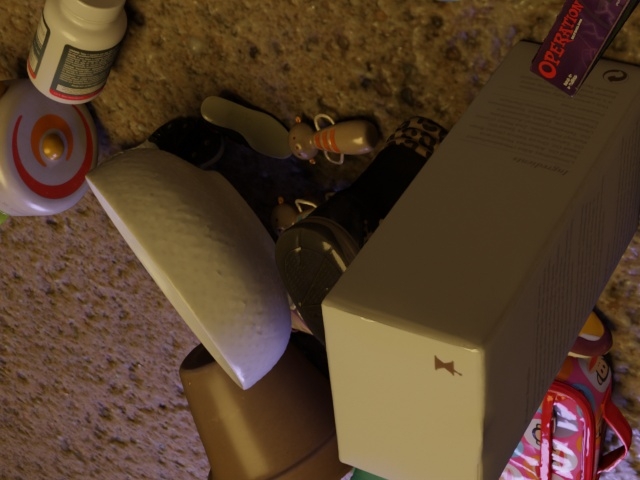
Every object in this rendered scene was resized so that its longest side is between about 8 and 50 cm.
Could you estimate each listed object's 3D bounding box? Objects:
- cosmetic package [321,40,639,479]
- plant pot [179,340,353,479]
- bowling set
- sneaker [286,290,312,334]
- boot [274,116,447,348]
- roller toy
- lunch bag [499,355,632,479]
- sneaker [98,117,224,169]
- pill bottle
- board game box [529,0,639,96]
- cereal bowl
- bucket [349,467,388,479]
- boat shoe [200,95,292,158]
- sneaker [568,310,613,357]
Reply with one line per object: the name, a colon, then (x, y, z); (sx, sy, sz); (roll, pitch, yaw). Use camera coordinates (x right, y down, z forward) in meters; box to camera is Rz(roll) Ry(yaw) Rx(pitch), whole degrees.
cosmetic package: (0.182, 0.020, 1.346); (0.161, 0.453, 0.230); (17, 136, 24)
plant pot: (-0.085, 0.241, 1.933); (0.263, 0.263, 0.229); (-16, 109, 45)
bowling set: (0.000, 0.000, 1.664); (0.154, 0.200, 0.287); (0, 120, 37)
sneaker: (-0.024, 0.092, 1.866); (0.236, 0.095, 0.104); (27, 146, 20)
boot: (0.113, 0.066, 1.576); (0.138, 0.284, 0.377); (-8, 121, 40)
roller toy: (-0.413, -0.132, 1.857); (0.146, 0.191, 0.209); (1, 104, 38)
lunch bag: (0.282, 0.244, 1.762); (0.258, 0.120, 0.293); (13, 137, 22)
sneaker: (-0.212, -0.104, 1.833); (0.237, 0.085, 0.086); (-17, 149, 39)
pill bottle: (-0.308, -0.269, 1.711); (0.108, 0.108, 0.180); (37, 141, 1)
board game box: (0.287, -0.284, 1.059); (0.056, 0.347, 0.208); (35, 140, 5)
cereal bowl: (-0.144, 0.016, 1.688); (0.339, 0.141, 0.339); (52, 170, 13)
bucket: (0.138, 0.442, 1.920); (0.281, 0.183, 0.281); (31, 171, 6)
boat shoe: (-0.093, -0.145, 1.723); (0.133, 0.049, 0.042); (27, 173, 0)
sneaker: (0.285, 0.072, 1.622); (0.185, 0.069, 0.084); (34, 146, 3)
